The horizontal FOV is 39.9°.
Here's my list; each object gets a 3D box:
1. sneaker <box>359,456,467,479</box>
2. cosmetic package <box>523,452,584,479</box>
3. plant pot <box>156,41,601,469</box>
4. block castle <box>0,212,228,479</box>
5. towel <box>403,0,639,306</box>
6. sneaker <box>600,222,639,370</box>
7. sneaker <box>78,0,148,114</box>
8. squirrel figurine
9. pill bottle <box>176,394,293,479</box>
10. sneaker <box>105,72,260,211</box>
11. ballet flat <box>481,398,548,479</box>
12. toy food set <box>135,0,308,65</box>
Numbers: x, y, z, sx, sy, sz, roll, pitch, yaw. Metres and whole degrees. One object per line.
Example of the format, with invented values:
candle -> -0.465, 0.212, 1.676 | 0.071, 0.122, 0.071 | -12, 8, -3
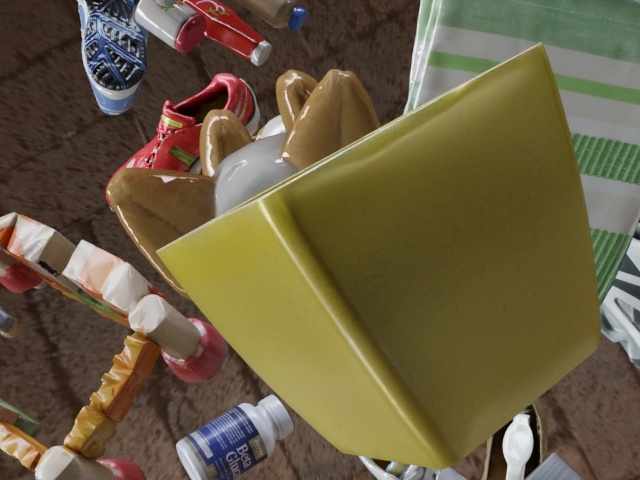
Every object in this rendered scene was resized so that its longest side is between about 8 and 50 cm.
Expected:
sneaker -> 0.119, 0.291, 1.055 | 0.228, 0.092, 0.087 | 39, 84, 25
cosmetic package -> 0.265, 0.340, 0.851 | 0.238, 0.127, 0.107 | 47, 129, 20
plant pot -> 0.053, 0.025, 0.572 | 0.212, 0.212, 0.187 | -31, 95, -26
block castle -> -0.380, 0.164, 1.246 | 0.453, 0.213, 0.303 | 21, 73, 29
towel -> 0.178, -0.065, 0.794 | 0.247, 0.038, 0.325 | 10, 111, -7
sneaker -> 0.374, 0.067, 0.914 | 0.330, 0.122, 0.146 | 41, 113, -2
sneaker -> -0.221, -0.228, 0.926 | 0.080, 0.081, 0.211 | 4, 63, -13
squirrel figurine -> 0.000, 0.000, 1.059 | 0.281, 0.370, 0.397 | -32, 95, 8
pill bottle -> -0.130, 0.313, 1.375 | 0.169, 0.094, 0.094 | -29, 90, -21
sneaker -> -0.221, -0.153, 1.326 | 0.279, 0.118, 0.107 | -42, 59, -7
ballet flat -> 0.288, 0.381, 1.319 | 0.116, 0.124, 0.342 | 7, 67, 15
toy food set -> -0.077, -0.231, 0.837 | 0.104, 0.232, 0.111 | 36, 125, 8
